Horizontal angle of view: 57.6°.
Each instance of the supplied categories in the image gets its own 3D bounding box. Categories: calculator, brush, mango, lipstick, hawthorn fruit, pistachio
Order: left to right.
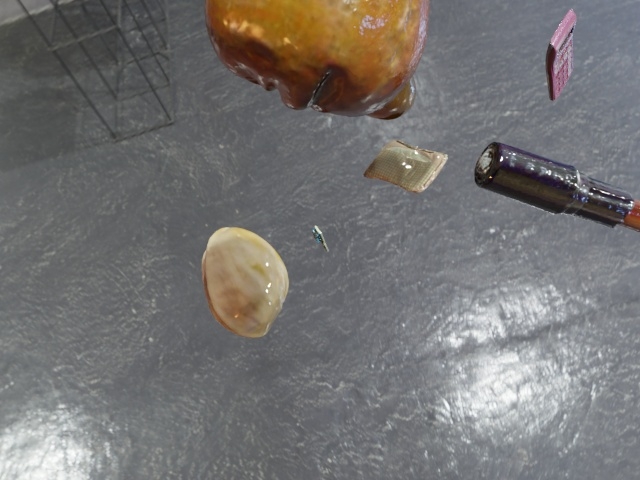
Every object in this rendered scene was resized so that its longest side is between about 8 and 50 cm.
[{"bbox_3d":[-0.207,0.115,1.569,0.230,0.230,0.308,-28,74,-5],"label":"pistachio"},{"bbox_3d":[0.000,0.000,0.926,0.013,0.083,0.016,-38,68,-4],"label":"brush"},{"bbox_3d":[0.010,-0.311,0.698,0.277,0.277,0.298,44,118,36],"label":"hawthorn fruit"},{"bbox_3d":[0.118,-0.326,1.208,0.139,0.254,0.175,-45,75,15],"label":"mango"},{"bbox_3d":[0.581,-0.444,1.415,0.034,0.190,0.126,21,66,32],"label":"calculator"},{"bbox_3d":[0.380,-0.075,0.899,0.300,0.081,0.081,16,54,-14],"label":"lipstick"}]

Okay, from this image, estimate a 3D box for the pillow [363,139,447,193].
[{"bbox_3d":[0.215,-0.190,1.476,0.211,0.034,0.135,24,69,45],"label":"pillow"}]
